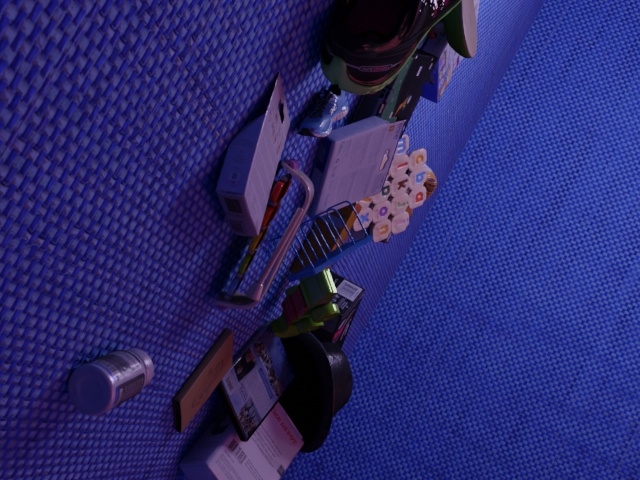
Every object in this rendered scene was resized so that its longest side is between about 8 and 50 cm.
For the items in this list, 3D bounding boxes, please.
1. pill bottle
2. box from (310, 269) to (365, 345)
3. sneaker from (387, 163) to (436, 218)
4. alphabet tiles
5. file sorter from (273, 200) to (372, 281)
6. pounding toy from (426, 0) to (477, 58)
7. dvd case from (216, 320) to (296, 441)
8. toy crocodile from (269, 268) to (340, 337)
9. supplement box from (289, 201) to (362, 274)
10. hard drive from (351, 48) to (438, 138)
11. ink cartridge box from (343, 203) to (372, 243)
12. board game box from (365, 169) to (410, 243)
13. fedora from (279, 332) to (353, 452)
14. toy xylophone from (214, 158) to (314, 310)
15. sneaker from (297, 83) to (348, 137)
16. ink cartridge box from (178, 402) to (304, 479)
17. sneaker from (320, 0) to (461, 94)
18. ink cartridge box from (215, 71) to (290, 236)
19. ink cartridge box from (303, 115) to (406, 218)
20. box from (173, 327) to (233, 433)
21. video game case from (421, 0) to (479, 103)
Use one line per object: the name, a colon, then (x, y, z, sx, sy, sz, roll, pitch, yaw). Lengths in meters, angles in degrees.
pill bottle: (-0.314, 0.210, 1.331, 0.078, 0.078, 0.137, -65, 167, 13)
box: (-0.002, 0.239, 2.460, 0.165, 0.143, 0.270, -44, 159, -53)
sneaker: (0.228, -0.128, 2.680, 0.296, 0.131, 0.111, -44, 137, 21)
alphabet tiles: (0.184, -0.141, 2.369, 0.277, 0.021, 0.284, -23, 122, -34)
file sorter: (0.000, 0.000, 1.899, 0.170, 0.105, 0.118, -31, -175, -30)
pounding toy: (0.326, -0.574, 2.219, 0.183, 0.110, 0.237, 27, 62, -66)
dvd case: (-0.153, 0.338, 2.125, 0.253, 0.022, 0.181, -48, 125, -49)
toy crocodile: (-0.038, 0.148, 2.039, 0.105, 0.115, 0.340, -13, 166, -20)
supplement box: (0.014, -0.004, 2.174, 0.234, 0.080, 0.078, -63, 167, -2)
hard drive: (0.178, -0.352, 2.123, 0.237, 0.064, 0.339, -66, 167, 18)
ink cartridge box: (0.134, -0.067, 2.537, 0.104, 0.061, 0.181, -43, 157, -55)
board game box: (0.208, -0.113, 2.502, 0.243, 0.042, 0.165, -67, 165, 4)
fedora: (-0.013, 0.385, 2.314, 0.152, 0.334, 0.334, -7, 130, -36)
toy xylophone: (-0.098, -0.003, 1.654, 0.323, 0.081, 0.236, -64, 180, 0)
sneaker: (0.000, -0.253, 1.684, 0.162, 0.063, 0.073, -55, 148, -47)
ink cartridge box: (-0.189, 0.524, 2.160, 0.114, 0.198, 0.273, -14, -155, 41)
sneaker: (0.169, -0.479, 1.560, 0.483, 0.185, 0.202, -60, 171, -12)
ink cartridge box: (-0.112, -0.145, 1.498, 0.189, 0.066, 0.233, 80, 18, -69)
ink cartridge box: (0.074, -0.171, 1.973, 0.223, 0.045, 0.223, -22, 143, -37)
box: (-0.252, 0.306, 1.900, 0.201, 0.021, 0.164, -55, 165, -33)
video game case: (0.356, -0.544, 2.424, 0.244, 0.061, 0.269, -61, 167, -11)
